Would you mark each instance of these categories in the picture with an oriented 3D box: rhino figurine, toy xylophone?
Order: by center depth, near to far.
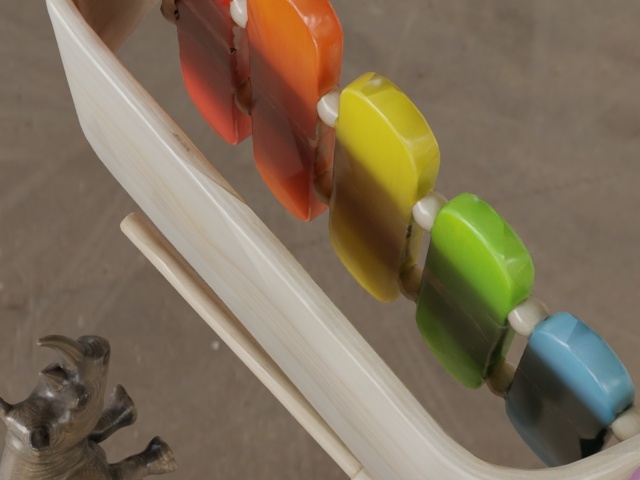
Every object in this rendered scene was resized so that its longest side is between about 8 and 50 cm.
[{"bbox_3d":[0.000,0.000,0.658,0.081,0.236,0.322,-37,82,-14],"label":"toy xylophone"},{"bbox_3d":[-0.145,0.140,1.031,0.106,0.243,0.073,-32,53,-25],"label":"rhino figurine"}]
